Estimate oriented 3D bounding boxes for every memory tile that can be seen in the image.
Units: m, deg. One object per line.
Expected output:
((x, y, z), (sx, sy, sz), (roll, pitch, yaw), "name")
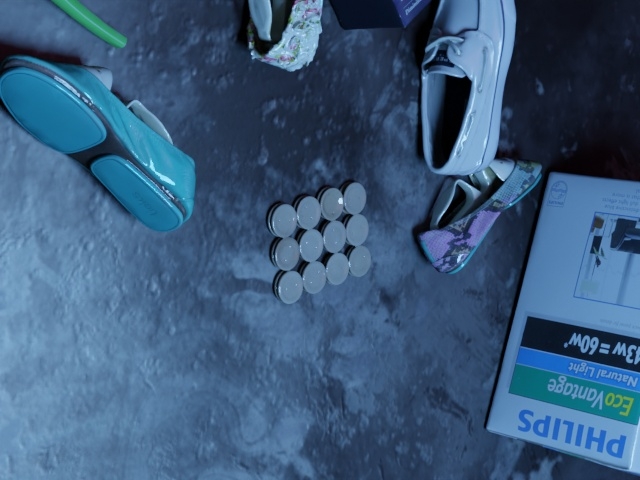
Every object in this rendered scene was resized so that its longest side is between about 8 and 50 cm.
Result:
((0.000, 0.000, 1.450), (0.148, 0.012, 0.113), (-19, 109, -41), "memory tile")

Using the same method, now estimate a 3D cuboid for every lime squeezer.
((-0.266, -0.281, 1.125), (0.110, 0.058, 0.310), (-70, 142, -56), "lime squeezer")

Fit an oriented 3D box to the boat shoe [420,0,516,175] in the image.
((0.159, -0.207, 1.527), (0.088, 0.096, 0.268), (-12, 113, -48), "boat shoe")

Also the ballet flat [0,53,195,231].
((-0.201, -0.106, 1.199), (0.247, 0.083, 0.087), (45, 41, -39), "ballet flat")

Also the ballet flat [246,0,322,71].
((-0.037, -0.287, 1.305), (0.077, 0.091, 0.241), (-17, 112, -46), "ballet flat")

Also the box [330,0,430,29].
((0.095, -0.379, 1.428), (0.261, 0.103, 0.184), (-49, 124, -29), "box")

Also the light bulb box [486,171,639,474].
((0.447, 0.134, 1.768), (0.358, 0.225, 0.361), (21, 82, -45), "light bulb box")

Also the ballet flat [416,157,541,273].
((0.194, -0.052, 1.603), (0.221, 0.077, 0.079), (-45, 106, -30), "ballet flat")
